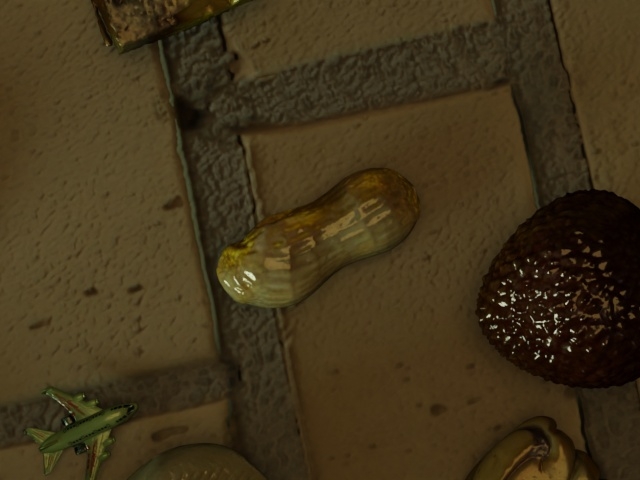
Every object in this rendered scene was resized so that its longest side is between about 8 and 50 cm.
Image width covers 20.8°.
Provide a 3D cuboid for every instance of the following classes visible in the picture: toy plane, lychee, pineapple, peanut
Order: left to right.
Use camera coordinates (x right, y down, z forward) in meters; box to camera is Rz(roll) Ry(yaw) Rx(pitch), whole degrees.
[{"bbox_3d":[-0.224,0.180,1.667,0.111,0.040,0.102,-24,88,-4],"label":"toy plane"},{"bbox_3d":[-0.161,-0.269,1.671,0.236,0.114,0.186,28,85,-2],"label":"pineapple"},{"bbox_3d":[0.000,0.000,1.662,0.207,0.087,0.087,-27,86,-4],"label":"peanut"},{"bbox_3d":[0.246,0.053,1.616,0.194,0.194,0.194,0,85,-1],"label":"lychee"}]

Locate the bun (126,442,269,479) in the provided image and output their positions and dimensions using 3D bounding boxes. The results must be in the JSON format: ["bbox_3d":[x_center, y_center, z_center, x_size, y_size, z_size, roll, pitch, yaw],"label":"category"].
[{"bbox_3d":[-0.122,0.280,1.623,0.173,0.113,0.166,-38,92,-27],"label":"bun"}]

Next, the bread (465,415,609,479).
[{"bbox_3d":[0.236,0.280,1.645,0.134,0.081,0.225,-39,89,2],"label":"bread"}]
